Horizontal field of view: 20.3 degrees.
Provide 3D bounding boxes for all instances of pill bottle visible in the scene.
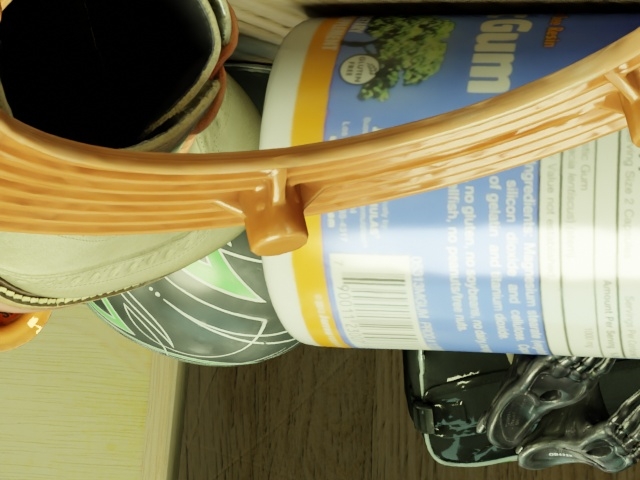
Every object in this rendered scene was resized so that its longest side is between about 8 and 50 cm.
[{"bbox_3d":[0.120,-0.024,0.778,0.272,0.152,0.152,1,176,14],"label":"pill bottle"}]

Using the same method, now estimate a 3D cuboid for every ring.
[{"bbox_3d":[0.013,-0.054,0.505,0.336,0.032,0.336,-11,163,-3],"label":"ring"}]

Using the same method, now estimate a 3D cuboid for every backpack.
[{"bbox_3d":[0.191,0.057,1.463,0.253,0.225,0.191,-6,-158,0],"label":"backpack"}]

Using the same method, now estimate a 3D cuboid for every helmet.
[{"bbox_3d":[-0.064,-0.011,0.993,0.169,0.161,0.169,2,176,0],"label":"helmet"}]

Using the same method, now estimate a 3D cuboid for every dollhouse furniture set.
[{"bbox_3d":[-0.213,0.116,1.401,0.256,0.362,0.394,6,176,4],"label":"dollhouse furniture set"}]

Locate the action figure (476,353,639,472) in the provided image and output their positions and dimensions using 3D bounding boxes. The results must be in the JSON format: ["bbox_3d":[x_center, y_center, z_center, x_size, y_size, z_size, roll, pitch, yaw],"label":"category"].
[{"bbox_3d":[0.110,-0.007,0.970,0.141,0.276,0.164,-34,134,14],"label":"action figure"}]

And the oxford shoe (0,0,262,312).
[{"bbox_3d":[-0.088,-0.047,0.697,0.146,0.140,0.397,-5,175,21],"label":"oxford shoe"}]

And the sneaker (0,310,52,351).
[{"bbox_3d":[-0.236,0.004,1.088,0.180,0.124,0.321,40,-179,6],"label":"sneaker"}]
